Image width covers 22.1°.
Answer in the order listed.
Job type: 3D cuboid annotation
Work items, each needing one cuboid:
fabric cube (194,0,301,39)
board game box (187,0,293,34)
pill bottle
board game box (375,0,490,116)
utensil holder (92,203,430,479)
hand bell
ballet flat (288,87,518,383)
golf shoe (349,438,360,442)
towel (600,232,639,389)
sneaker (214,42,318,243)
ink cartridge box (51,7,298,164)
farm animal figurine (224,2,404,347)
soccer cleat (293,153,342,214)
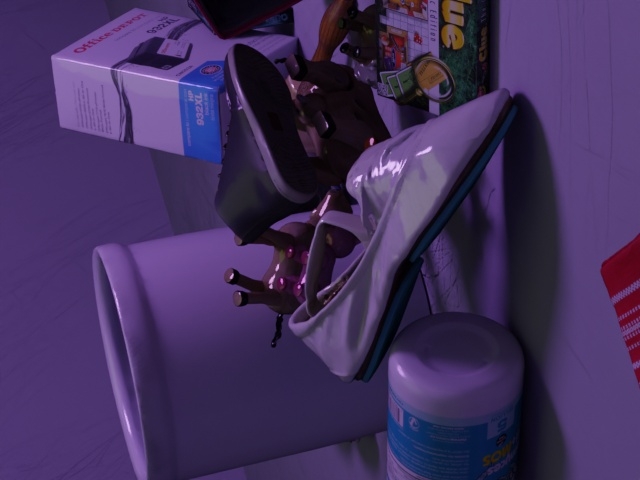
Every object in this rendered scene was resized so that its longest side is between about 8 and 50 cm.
[{"bbox_3d":[-0.084,-0.435,1.845,0.254,0.259,0.258,61,-177,-43],"label":"fabric cube"},{"bbox_3d":[-0.126,-0.359,2.521,0.186,0.126,0.026,-127,29,-63],"label":"board game box"},{"bbox_3d":[0.146,0.218,1.799,0.146,0.146,0.264,-117,20,-50],"label":"pill bottle"},{"bbox_3d":[0.113,-0.251,1.668,0.136,0.030,0.259,20,128,34],"label":"board game box"},{"bbox_3d":[-0.077,0.133,2.149,0.327,0.386,0.327,170,90,-77],"label":"utensil holder"},{"bbox_3d":[0.003,-0.241,2.195,0.242,0.126,0.126,116,143,-48],"label":"hand bell"},{"bbox_3d":[0.066,-0.013,1.699,0.400,0.139,0.139,-64,34,37],"label":"ballet flat"},{"bbox_3d":[-0.004,0.230,2.577,0.306,0.115,0.140,-169,79,-69],"label":"golf shoe"},{"bbox_3d":[0.299,0.122,1.323,0.199,0.031,0.274,121,136,-72],"label":"towel"},{"bbox_3d":[-0.089,-0.113,1.872,0.118,0.083,0.222,-39,56,35],"label":"sneaker"},{"bbox_3d":[-0.216,-0.238,2.471,0.307,0.223,0.129,14,124,28],"label":"ink cartridge box"},{"bbox_3d":[0.032,-0.076,1.924,0.330,0.172,0.326,-32,59,41],"label":"farm animal figurine"},{"bbox_3d":[0.000,0.000,2.379,0.143,0.116,0.331,-78,-16,-55],"label":"soccer cleat"}]
